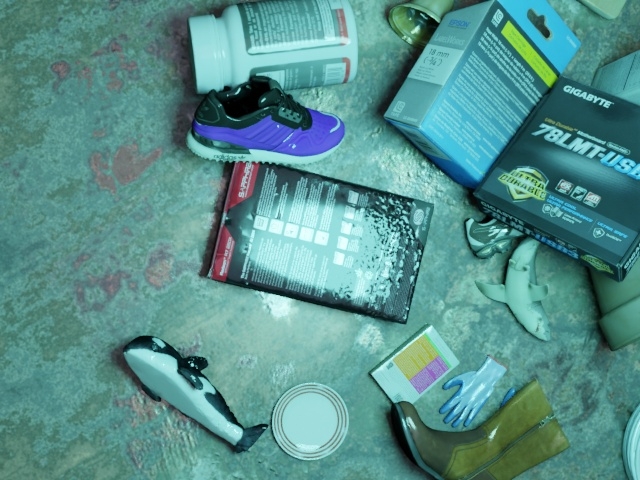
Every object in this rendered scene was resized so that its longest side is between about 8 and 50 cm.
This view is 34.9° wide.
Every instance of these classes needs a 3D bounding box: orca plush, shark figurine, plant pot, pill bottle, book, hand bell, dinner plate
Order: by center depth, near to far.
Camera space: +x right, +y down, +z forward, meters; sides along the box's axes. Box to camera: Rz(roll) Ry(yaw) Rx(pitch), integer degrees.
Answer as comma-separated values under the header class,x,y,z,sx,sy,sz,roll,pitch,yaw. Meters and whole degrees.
class,x,y,z,sx,sy,sz,roll,pitch,yaw
orca plush,-0.210,0.247,1.798,0.287,0.151,0.102,33,53,-4
pill bottle,-0.087,-0.343,1.800,0.283,0.161,0.161,-8,90,-9
plant pot,0.608,0.010,1.853,0.323,0.323,0.280,-24,76,-9
dinner plate,-0.019,0.330,1.867,0.141,0.017,0.141,0,88,-9
shark figurine,0.398,0.037,1.886,0.166,0.278,0.116,28,42,20
book,0.176,0.237,1.893,0.144,0.035,0.096,-39,98,-8
hand bell,0.238,-0.482,1.897,0.126,0.126,0.242,33,73,-7

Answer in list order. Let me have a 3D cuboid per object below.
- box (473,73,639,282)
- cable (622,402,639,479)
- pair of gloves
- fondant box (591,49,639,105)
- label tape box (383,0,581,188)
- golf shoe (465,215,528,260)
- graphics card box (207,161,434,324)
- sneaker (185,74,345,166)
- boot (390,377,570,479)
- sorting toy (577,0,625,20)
class,x,y,z,sx,sy,sz,roll,pitch,yaw
box,0.468,-0.117,1.773,0.295,0.073,0.293,30,77,30
cable,0.699,0.398,1.945,0.257,0.089,0.257,-22,94,-9
pair of gloves,0.323,0.314,1.919,0.198,0.023,0.159,41,83,-7
fondant box,0.656,-0.254,1.831,0.238,0.330,0.096,22,85,-9
label tape box,0.296,-0.289,1.836,0.241,0.106,0.333,36,83,-40
golf shoe,0.365,-0.041,1.908,0.198,0.077,0.094,-26,92,-10
graphics card box,0.000,0.000,1.839,0.371,0.094,0.232,13,86,-7
sneaker,-0.077,-0.214,1.761,0.293,0.146,0.102,-5,47,-26
boot,0.293,0.341,1.857,0.280,0.096,0.264,-33,94,-9
sorting toy,0.495,-0.583,1.935,0.255,0.089,0.257,30,84,-7
